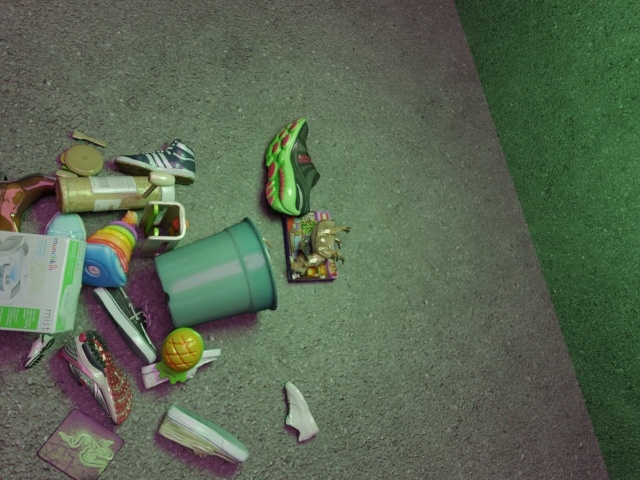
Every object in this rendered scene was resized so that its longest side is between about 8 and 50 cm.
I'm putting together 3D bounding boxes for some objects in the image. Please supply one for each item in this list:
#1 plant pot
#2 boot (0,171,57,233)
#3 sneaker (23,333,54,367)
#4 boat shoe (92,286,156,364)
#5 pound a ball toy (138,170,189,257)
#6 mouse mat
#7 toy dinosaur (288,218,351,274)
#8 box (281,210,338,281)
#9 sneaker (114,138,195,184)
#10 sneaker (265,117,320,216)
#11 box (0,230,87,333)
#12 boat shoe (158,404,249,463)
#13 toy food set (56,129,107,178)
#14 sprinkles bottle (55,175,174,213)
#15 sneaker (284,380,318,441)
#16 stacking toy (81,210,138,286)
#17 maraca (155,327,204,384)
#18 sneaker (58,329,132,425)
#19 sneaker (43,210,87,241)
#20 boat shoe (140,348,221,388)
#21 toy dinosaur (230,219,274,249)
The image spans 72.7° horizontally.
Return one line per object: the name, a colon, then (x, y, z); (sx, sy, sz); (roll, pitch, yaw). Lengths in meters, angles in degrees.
plant pot: (-0.360, 0.129, 1.468); (0.334, 0.341, 0.341); (-18, 81, -21)
boot: (-0.950, -0.075, 1.378); (0.264, 0.096, 0.281); (4, 74, -29)
sneaker: (-0.859, 0.334, 1.315); (0.043, 0.040, 0.109); (26, 59, 3)
boat shoe: (-0.609, 0.258, 1.414); (0.306, 0.113, 0.105); (46, 53, 13)
pound a ball toy: (-0.516, -0.075, 1.441); (0.135, 0.319, 0.208); (1, 75, -29)
mouse mat: (-0.712, 0.618, 1.300); (0.189, 0.007, 0.153); (39, 61, -9)
toy dinosaur: (0.000, 0.000, 1.717); (0.200, 0.127, 0.296); (20, 59, -11)
box: (-0.045, 0.022, 1.787); (0.200, 0.057, 0.293); (0, 72, -26)
sneaker: (-0.605, -0.309, 1.615); (0.282, 0.099, 0.153); (9, 71, -27)
sneaker: (-0.110, -0.302, 1.816); (0.202, 0.185, 0.483); (31, 53, -41)
box: (-0.803, 0.115, 1.202); (0.231, 0.127, 0.262); (7, 82, -5)
boat shoe: (-0.377, 0.644, 1.406); (0.302, 0.109, 0.094); (32, 77, -2)
toy food set: (-0.841, -0.283, 1.537); (0.132, 0.038, 0.192); (20, 60, -26)
sprinkles bottle: (-0.687, -0.160, 1.475); (0.355, 0.121, 0.121); (-8, 76, -39)
sneaker: (-0.090, 0.615, 1.558); (0.094, 0.080, 0.212); (-26, 86, -18)
stacking toy: (-0.676, 0.001, 1.440); (0.165, 0.175, 0.302); (2, 38, 6)
maraca: (-0.443, 0.363, 1.369); (0.127, 0.099, 0.186); (28, 92, 0)
sneaker: (-0.680, 0.427, 1.332); (0.112, 0.121, 0.299); (-29, 87, -1)
sneaker: (-0.819, 0.062, 1.357); (0.135, 0.150, 0.366); (8, 70, -24)
boat shoe: (-0.456, 0.424, 1.446); (0.258, 0.095, 0.084); (-12, 82, -17)
toy dinosaur: (-0.286, -0.024, 1.699); (0.211, 0.064, 0.112); (2, 90, -15)
